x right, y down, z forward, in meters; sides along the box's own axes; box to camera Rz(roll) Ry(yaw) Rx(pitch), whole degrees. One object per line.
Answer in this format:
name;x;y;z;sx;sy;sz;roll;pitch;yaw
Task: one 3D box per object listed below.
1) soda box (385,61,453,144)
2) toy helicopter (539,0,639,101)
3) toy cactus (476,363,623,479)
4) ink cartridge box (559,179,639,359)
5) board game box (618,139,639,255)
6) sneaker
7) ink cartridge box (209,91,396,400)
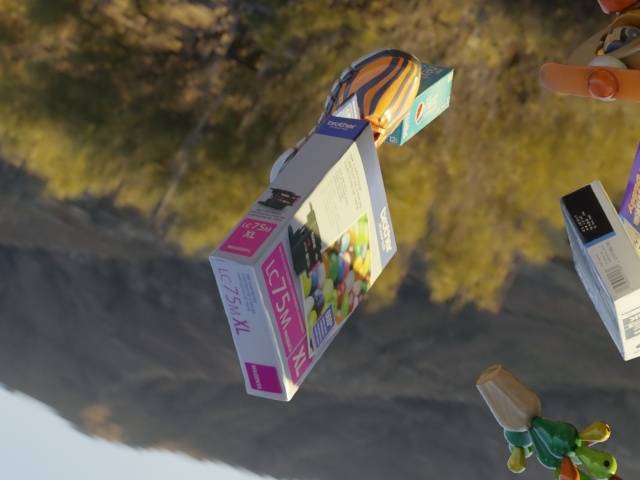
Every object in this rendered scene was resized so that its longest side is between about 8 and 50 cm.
soda box;0.138;-0.219;2.396;0.071;0.067;0.210;15;-153;21
toy helicopter;0.447;-0.259;2.006;0.140;0.235;0.355;59;159;-15
toy cactus;0.243;0.202;1.622;0.180;0.112;0.219;48;177;-12
ink cartridge box;0.400;0.057;2.077;0.165;0.065;0.332;66;-175;26
board game box;0.601;-0.092;2.095;0.347;0.233;0.078;2;-153;-17
sneaker;0.047;-0.117;2.185;0.125;0.321;0.180;23;-147;-24
ink cartridge box;0.000;0.000;1.626;0.065;0.311;0.185;9;131;27
